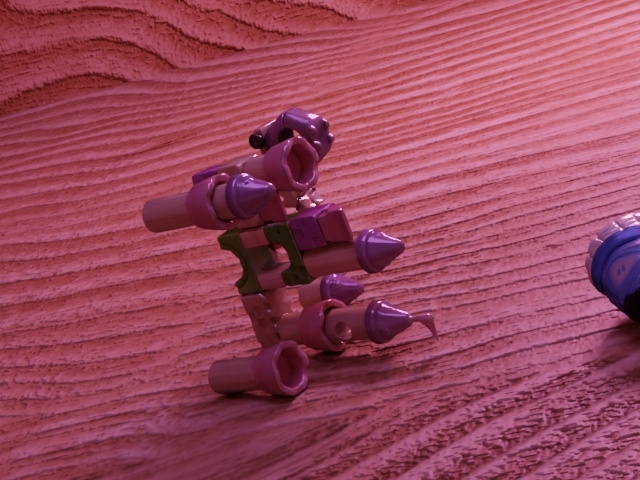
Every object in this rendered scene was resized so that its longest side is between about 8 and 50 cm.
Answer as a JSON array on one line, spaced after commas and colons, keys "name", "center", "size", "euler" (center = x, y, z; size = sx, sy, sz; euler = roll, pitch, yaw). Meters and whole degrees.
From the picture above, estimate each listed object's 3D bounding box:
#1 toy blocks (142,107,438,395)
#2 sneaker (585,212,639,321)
[{"name": "toy blocks", "center": [0.000, 0.000, 1.921], "size": [0.260, 0.288, 0.309], "euler": [-11, 17, 38]}, {"name": "sneaker", "center": [0.469, 0.019, 1.741], "size": [0.330, 0.129, 0.147], "euler": [-20, 33, 3]}]
